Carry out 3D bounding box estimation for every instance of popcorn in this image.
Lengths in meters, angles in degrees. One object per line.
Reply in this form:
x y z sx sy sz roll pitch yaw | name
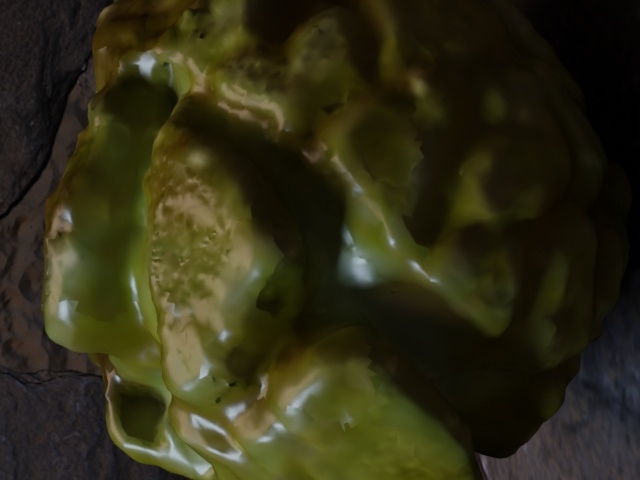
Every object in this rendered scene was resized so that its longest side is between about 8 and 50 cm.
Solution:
0.006 0.006 0.525 0.282 0.247 0.282 21 -90 -81 | popcorn
